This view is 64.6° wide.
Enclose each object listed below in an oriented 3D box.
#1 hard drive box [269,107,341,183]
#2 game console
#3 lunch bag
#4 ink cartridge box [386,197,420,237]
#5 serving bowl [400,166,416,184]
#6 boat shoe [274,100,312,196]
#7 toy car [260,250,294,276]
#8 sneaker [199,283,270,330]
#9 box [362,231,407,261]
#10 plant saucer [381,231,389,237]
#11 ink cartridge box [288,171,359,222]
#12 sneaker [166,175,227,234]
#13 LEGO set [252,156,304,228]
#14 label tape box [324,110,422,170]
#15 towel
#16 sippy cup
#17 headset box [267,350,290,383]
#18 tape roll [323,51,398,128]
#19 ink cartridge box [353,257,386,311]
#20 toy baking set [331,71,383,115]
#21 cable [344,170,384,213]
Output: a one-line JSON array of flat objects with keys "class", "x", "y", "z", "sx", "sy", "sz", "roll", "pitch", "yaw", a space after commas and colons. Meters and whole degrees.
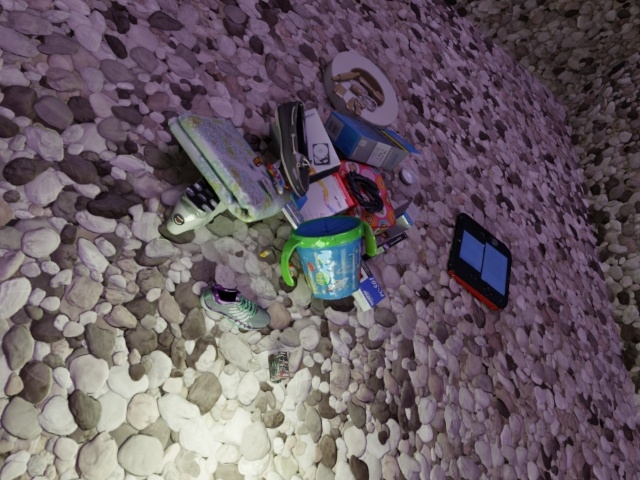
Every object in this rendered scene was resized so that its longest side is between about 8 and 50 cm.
[{"class": "hard drive box", "x": -0.058, "y": -0.325, "z": 1.799, "sx": 0.181, "sy": 0.089, "sz": 0.232, "roll": -23, "pitch": 79, "yaw": -11}, {"class": "game console", "x": 0.730, "y": 0.094, "z": 2.293, "sx": 0.342, "sy": 0.060, "sz": 0.387, "roll": 39, "pitch": 47, "yaw": -17}, {"class": "lunch bag", "x": 0.135, "y": -0.156, "z": 1.897, "sx": 0.258, "sy": 0.120, "sz": 0.293, "roll": -2, "pitch": 69, "yaw": -40}, {"class": "ink cartridge box", "x": 0.329, "y": -0.091, "z": 2.019, "sx": 0.062, "sy": 0.104, "sz": 0.181, "roll": 54, "pitch": 36, "yaw": -9}, {"class": "serving bowl", "x": 0.382, "y": -0.281, "z": 2.235, "sx": 0.083, "sy": 0.027, "sz": 0.084, "roll": 19, "pitch": 57, "yaw": -31}, {"class": "boat shoe", "x": -0.076, "y": -0.313, "z": 1.681, "sx": 0.112, "sy": 0.095, "sz": 0.336, "roll": 22, "pitch": 53, "yaw": -66}, {"class": "toy car", "x": -0.132, "y": 0.075, "z": 1.605, "sx": 0.122, "sy": 0.040, "sz": 0.060, "roll": 22, "pitch": 54, "yaw": -30}, {"class": "sneaker", "x": -0.224, "y": 0.189, "z": 1.425, "sx": 0.223, "sy": 0.098, "sz": 0.083, "roll": 25, "pitch": 53, "yaw": -27}, {"class": "box", "x": 0.240, "y": 0.023, "z": 1.887, "sx": 0.162, "sy": 0.116, "sz": 0.029, "roll": -28, "pitch": 88, "yaw": -44}, {"class": "plant saucer", "x": 0.252, "y": -0.050, "z": 2.009, "sx": 0.083, "sy": 0.013, "sz": 0.084, "roll": 19, "pitch": 56, "yaw": -30}, {"class": "ink cartridge box", "x": 0.023, "y": -0.143, "z": 1.753, "sx": 0.230, "sy": 0.078, "sz": 0.134, "roll": -27, "pitch": 83, "yaw": -12}, {"class": "sneaker", "x": -0.350, "y": -0.106, "z": 1.483, "sx": 0.122, "sy": 0.146, "sz": 0.330, "roll": 47, "pitch": 21, "yaw": -2}, {"class": "LEGO set", "x": -0.117, "y": -0.163, "z": 1.583, "sx": 0.244, "sy": 0.060, "sz": 0.182, "roll": 56, "pitch": 12, "yaw": -7}, {"class": "label tape box", "x": 0.206, "y": -0.385, "z": 2.021, "sx": 0.333, "sy": 0.106, "sz": 0.241, "roll": 9, "pitch": 30, "yaw": -36}, {"class": "towel", "x": -0.269, "y": -0.221, "z": 1.537, "sx": 0.375, "sy": 0.090, "sz": 0.320, "roll": 53, "pitch": 17, "yaw": 1}, {"class": "sippy cup", "x": 0.033, "y": 0.058, "z": 1.610, "sx": 0.240, "sy": 0.305, "sz": 0.224, "roll": -84, "pitch": 167, "yaw": -73}, {"class": "headset box", "x": -0.119, "y": 0.364, "z": 1.441, "sx": 0.032, "sy": 0.062, "sz": 0.084, "roll": 10, "pitch": 61, "yaw": -35}, {"class": "tape roll", "x": 0.187, "y": -0.661, "z": 2.254, "sx": 0.391, "sy": 0.072, "sz": 0.393, "roll": 19, "pitch": 56, "yaw": -30}, {"class": "ink cartridge box", "x": 0.140, "y": 0.137, "z": 1.790, "sx": 0.097, "sy": 0.046, "sz": 0.207, "roll": -29, "pitch": 87, "yaw": -44}, {"class": "toy baking set", "x": 0.152, "y": -0.622, "z": 2.137, "sx": 0.256, "sy": 0.030, "sz": 0.197, "roll": -29, "pitch": 92, "yaw": -38}, {"class": "cable", "x": 0.151, "y": -0.173, "z": 1.801, "sx": 0.184, "sy": 0.047, "sz": 0.151, "roll": 35, "pitch": 42, "yaw": -28}]
